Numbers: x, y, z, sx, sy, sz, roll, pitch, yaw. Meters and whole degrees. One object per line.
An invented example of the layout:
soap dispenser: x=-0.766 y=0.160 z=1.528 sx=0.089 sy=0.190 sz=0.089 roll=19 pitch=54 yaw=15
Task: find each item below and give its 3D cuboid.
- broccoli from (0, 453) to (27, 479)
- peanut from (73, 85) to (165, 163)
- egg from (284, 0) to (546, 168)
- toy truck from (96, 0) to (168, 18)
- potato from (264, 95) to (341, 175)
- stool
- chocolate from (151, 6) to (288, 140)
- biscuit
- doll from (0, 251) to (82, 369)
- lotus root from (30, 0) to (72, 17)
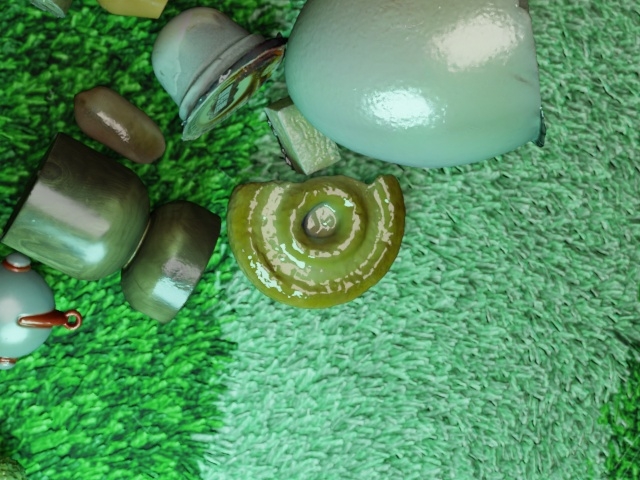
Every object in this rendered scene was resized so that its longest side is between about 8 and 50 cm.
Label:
broccoli: x=-0.547 y=0.463 z=1.762 sx=0.254 sy=0.186 sz=0.302 roll=0 pitch=94 yaw=-22
peanut: x=-0.292 y=-0.167 z=1.761 sx=0.152 sy=0.076 sz=0.076 roll=35 pitch=91 yaw=-14
egg: x=0.117 y=-0.265 z=1.700 sx=0.340 sy=0.354 sz=0.354 roll=-11 pitch=103 yaw=4
toy truck: x=-0.234 y=-0.448 z=1.666 sx=0.239 sy=0.189 sz=0.264 roll=-24 pitch=105 yaw=2
potato: x=-0.022 y=-0.161 z=1.828 sx=0.086 sy=0.061 sz=0.122 roll=-27 pitch=106 yaw=-9
stool: x=-0.297 y=-0.017 z=1.731 sx=0.264 sy=0.179 sz=0.179 roll=29 pitch=93 yaw=-17
chocolate: x=-0.157 y=-0.261 z=1.731 sx=0.221 sy=0.221 sz=0.147 roll=-37 pitch=87 yaw=-4
biscuit: x=0.000 y=0.000 z=1.847 sx=0.274 sy=0.091 sz=0.213 roll=-10 pitch=101 yaw=-13
doll: x=-0.511 y=0.089 z=1.749 sx=0.337 sy=0.105 sz=0.199 roll=8 pitch=97 yaw=-6
lotus root: x=-0.386 y=-0.367 z=1.677 sx=0.112 sy=0.122 sz=0.081 roll=36 pitch=84 yaw=8
